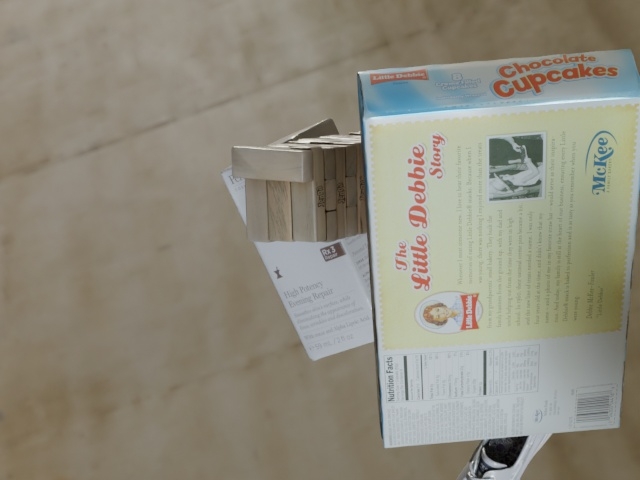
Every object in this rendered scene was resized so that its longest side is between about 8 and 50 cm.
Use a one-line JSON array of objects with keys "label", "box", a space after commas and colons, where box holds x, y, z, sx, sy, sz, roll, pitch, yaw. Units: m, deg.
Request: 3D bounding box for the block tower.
[{"label": "block tower", "box": [0.053, -0.062, 1.592, 0.335, 0.091, 0.097, -11, 101, -51]}]

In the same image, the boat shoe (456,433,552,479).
[{"label": "boat shoe", "box": [0.179, 0.229, 1.610, 0.066, 0.184, 0.063, 40, 3, 31]}]

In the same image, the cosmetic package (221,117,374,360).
[{"label": "cosmetic package", "box": [0.000, 0.000, 1.692, 0.085, 0.117, 0.231, -34, 99, -50]}]

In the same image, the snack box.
[{"label": "snack box", "box": [0.128, 0.016, 1.142, 0.060, 0.187, 0.322, -95, 180, -49]}]
